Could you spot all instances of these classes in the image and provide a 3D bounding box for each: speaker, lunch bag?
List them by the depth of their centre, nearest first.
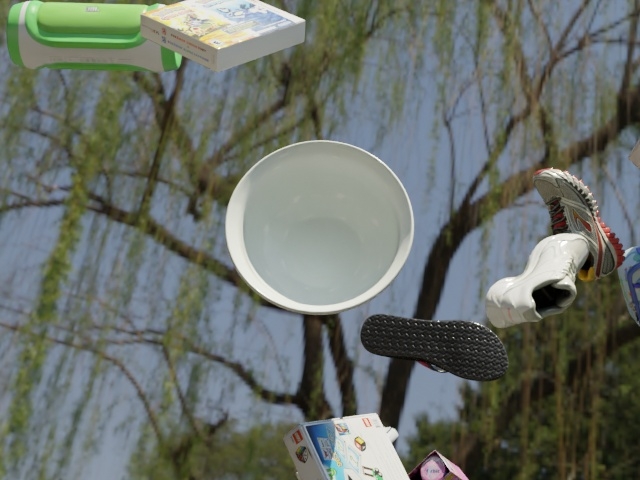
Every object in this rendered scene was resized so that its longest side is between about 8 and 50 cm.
[{"bbox_3d":[-0.403,-0.366,1.940,0.296,0.131,0.131,2,-33,1],"label":"speaker"},{"bbox_3d":[0.670,0.069,2.001,0.219,0.090,0.176,-19,-65,3],"label":"lunch bag"}]

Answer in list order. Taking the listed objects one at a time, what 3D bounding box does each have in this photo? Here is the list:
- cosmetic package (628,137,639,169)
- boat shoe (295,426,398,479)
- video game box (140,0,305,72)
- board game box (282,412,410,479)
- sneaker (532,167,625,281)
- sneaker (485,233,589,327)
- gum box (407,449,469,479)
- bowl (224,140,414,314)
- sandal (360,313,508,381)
[{"bbox_3d":[0.819,-0.167,1.829,0.394,0.327,0.329,50,-28,21],"label":"cosmetic package"},{"bbox_3d":[0.053,0.423,2.133,0.076,0.226,0.083,53,-26,8],"label":"boat shoe"},{"bbox_3d":[-0.160,-0.351,1.780,0.187,0.205,0.048,27,-52,33],"label":"video game box"},{"bbox_3d":[0.080,0.422,1.693,0.193,0.305,0.053,3,-38,-47],"label":"board game box"},{"bbox_3d":[0.445,-0.029,1.903,0.225,0.093,0.088,55,-24,-1],"label":"sneaker"},{"bbox_3d":[0.372,0.069,1.709,0.115,0.232,0.090,4,-53,51],"label":"sneaker"},{"bbox_3d":[0.192,0.504,2.081,0.188,0.062,0.107,-44,-45,4],"label":"gum box"},{"bbox_3d":[0.000,0.000,1.730,0.298,0.298,0.134,7,-24,6],"label":"bowl"},{"bbox_3d":[0.137,0.125,1.280,0.179,0.067,0.040,11,-20,17],"label":"sandal"}]
